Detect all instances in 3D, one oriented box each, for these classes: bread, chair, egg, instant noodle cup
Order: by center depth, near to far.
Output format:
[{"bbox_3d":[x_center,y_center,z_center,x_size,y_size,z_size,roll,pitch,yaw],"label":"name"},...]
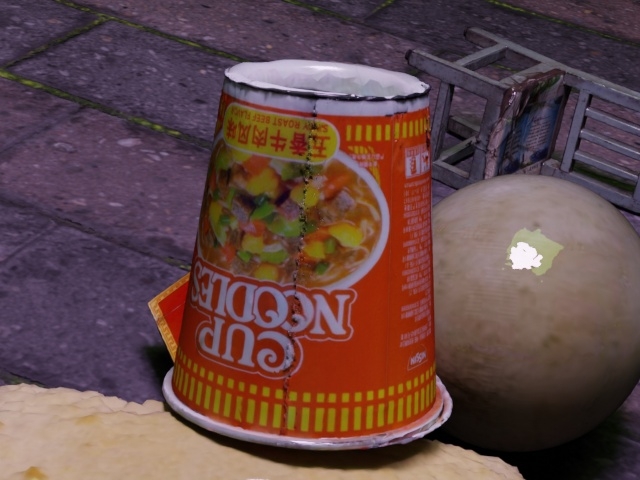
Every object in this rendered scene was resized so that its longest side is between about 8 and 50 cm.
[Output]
[{"bbox_3d":[-0.060,0.208,0.916,0.375,0.165,0.236,10,23,-1],"label":"bread"},{"bbox_3d":[0.000,0.000,0.955,0.193,0.212,0.193,4,15,-1],"label":"instant noodle cup"},{"bbox_3d":[0.168,0.049,1.232,0.218,0.218,0.295,20,24,16],"label":"egg"},{"bbox_3d":[0.226,-0.118,1.651,0.270,0.136,0.147,28,34,27],"label":"chair"}]

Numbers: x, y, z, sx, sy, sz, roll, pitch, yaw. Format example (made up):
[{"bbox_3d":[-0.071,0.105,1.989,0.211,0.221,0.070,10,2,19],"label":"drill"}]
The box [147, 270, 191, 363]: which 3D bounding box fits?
[{"bbox_3d":[-0.032,0.087,1.171,0.074,0.153,0.240,47,6,-37],"label":"box"}]
